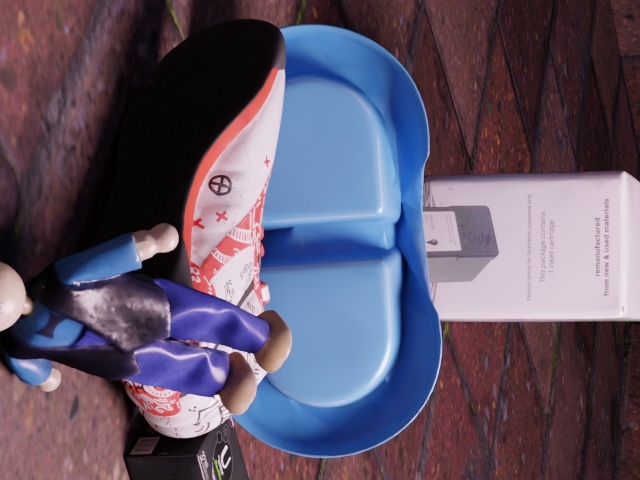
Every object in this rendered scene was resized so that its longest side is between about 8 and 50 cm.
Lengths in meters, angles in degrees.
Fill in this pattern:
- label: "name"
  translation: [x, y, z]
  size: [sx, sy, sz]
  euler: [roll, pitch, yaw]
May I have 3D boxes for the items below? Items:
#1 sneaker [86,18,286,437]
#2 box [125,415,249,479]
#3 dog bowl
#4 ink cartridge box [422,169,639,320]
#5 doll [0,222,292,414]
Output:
- label: "sneaker"
  translation: [-0.072, -0.006, 1.078]
  size: [0.145, 0.090, 0.270]
  euler: [69, 29, -45]
- label: "box"
  translation: [-0.081, 0.153, 1.076]
  size: [0.062, 0.052, 0.083]
  euler: [-62, 143, -56]
- label: "dog bowl"
  translation: [0.000, 0.000, 1.191]
  size: [0.074, 0.166, 0.297]
  euler: [-17, 103, -83]
- label: "ink cartridge box"
  translation: [0.125, 0.009, 1.371]
  size: [0.198, 0.273, 0.114]
  euler: [10, 80, -71]
- label: "doll"
  translation: [-0.108, 0.042, 0.903]
  size: [0.189, 0.129, 0.046]
  euler: [16, 36, -34]
